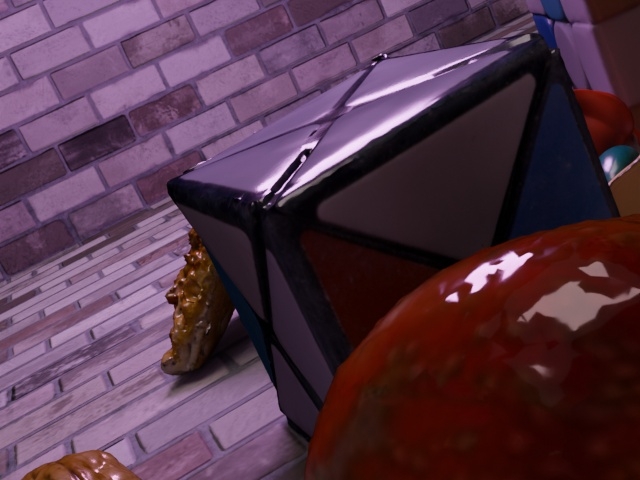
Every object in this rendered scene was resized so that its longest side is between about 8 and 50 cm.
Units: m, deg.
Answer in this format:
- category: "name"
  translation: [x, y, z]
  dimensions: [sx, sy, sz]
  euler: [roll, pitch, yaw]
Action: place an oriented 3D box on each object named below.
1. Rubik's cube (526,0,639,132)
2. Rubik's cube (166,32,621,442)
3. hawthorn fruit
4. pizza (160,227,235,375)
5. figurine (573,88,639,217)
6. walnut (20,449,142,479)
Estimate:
- category: "Rubik's cube"
  translation: [0.494, -0.316, 1.166]
  dimensions: [0.344, 0.346, 0.346]
  euler: [-22, 14, 8]
- category: "Rubik's cube"
  translation: [0.070, 0.015, 0.816]
  dimensions: [0.307, 0.305, 0.310]
  euler: [-32, 19, -16]
- category: "hawthorn fruit"
  translation: [0.128, 0.123, 0.431]
  dimensions: [0.300, 0.275, 0.275]
  euler: [-28, 9, 44]
- category: "pizza"
  translation: [-0.153, 0.029, 1.219]
  dimensions: [0.086, 0.226, 0.335]
  euler: [15, 57, 9]
- category: "figurine"
  translation: [0.306, -0.069, 0.916]
  dimensions: [0.208, 0.180, 0.257]
  euler: [-4, 13, -9]
- category: "walnut"
  translation: [-0.202, 0.254, 0.728]
  dimensions: [0.144, 0.144, 0.180]
  euler: [-34, 22, -30]
